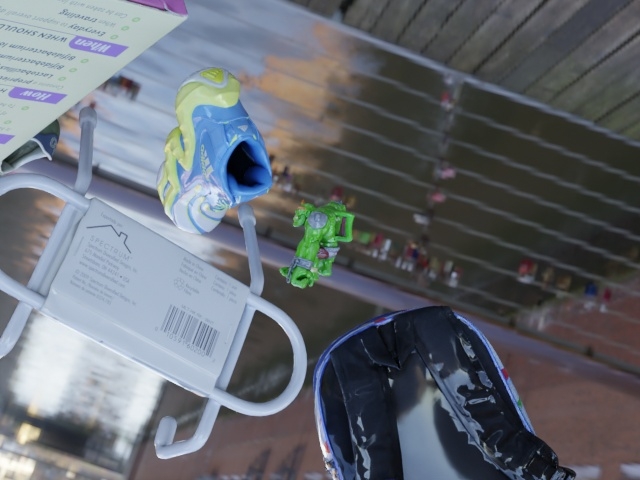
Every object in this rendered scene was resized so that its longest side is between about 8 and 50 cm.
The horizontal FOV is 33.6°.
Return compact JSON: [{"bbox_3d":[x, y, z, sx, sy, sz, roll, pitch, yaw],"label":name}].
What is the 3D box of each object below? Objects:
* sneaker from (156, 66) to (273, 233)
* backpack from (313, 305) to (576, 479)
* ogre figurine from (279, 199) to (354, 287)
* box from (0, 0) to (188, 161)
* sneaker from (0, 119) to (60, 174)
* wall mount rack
[{"bbox_3d":[-0.112,-0.061,1.125,0.091,0.126,0.240,-20,146,-21],"label":"sneaker"},{"bbox_3d":[0.115,0.210,1.246,0.276,0.263,0.213,-19,-177,-8],"label":"backpack"},{"bbox_3d":[0.000,0.000,1.675,0.097,0.118,0.197,25,-163,30],"label":"ogre figurine"},{"bbox_3d":[-0.241,-0.133,0.593,0.243,0.117,0.213,-29,162,33],"label":"box"},{"bbox_3d":[-0.444,-0.128,1.428,0.192,0.086,0.064,-12,155,4],"label":"sneaker"},{"bbox_3d":[-0.169,0.025,1.014,0.350,0.304,0.130,33,148,-24],"label":"wall mount rack"}]
